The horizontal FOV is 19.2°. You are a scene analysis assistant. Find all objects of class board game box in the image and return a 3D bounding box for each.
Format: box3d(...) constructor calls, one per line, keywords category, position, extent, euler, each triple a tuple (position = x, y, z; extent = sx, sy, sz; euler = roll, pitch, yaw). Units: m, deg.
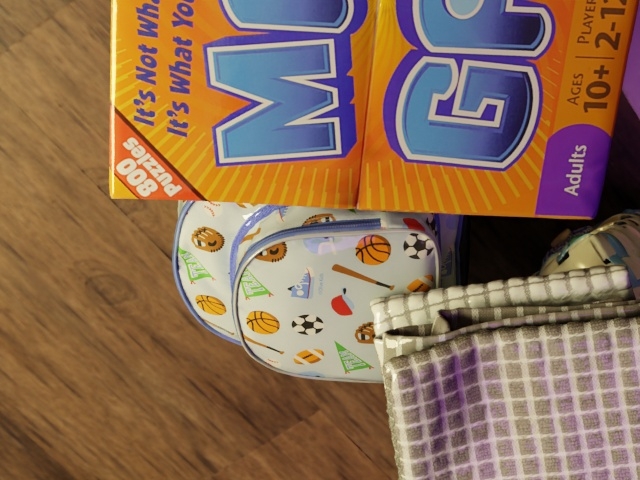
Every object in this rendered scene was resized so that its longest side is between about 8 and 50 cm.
box3d(category="board game box", position=(0.032, -0.265, 1.392), extent=(0.356, 0.356, 0.357), euler=(2, 124, -5))

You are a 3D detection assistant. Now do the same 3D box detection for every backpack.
box3d(category="backpack", position=(0.000, 0.000, 1.676), extent=(0.263, 0.213, 0.277), euler=(4, 128, 7))

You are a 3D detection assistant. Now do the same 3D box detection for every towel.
box3d(category="towel", position=(0.175, 0.172, 1.565), extent=(0.235, 0.121, 0.284), euler=(-7, 116, 9))

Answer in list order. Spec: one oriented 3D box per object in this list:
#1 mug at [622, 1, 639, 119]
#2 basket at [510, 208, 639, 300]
box3d(category="mug", position=(0.445, -0.208, 1.487), extent=(0.328, 0.276, 0.374), euler=(-28, 154, 35))
box3d(category="basket", position=(0.278, 0.092, 1.746), extent=(0.255, 0.201, 0.289), euler=(-43, 153, 20))
